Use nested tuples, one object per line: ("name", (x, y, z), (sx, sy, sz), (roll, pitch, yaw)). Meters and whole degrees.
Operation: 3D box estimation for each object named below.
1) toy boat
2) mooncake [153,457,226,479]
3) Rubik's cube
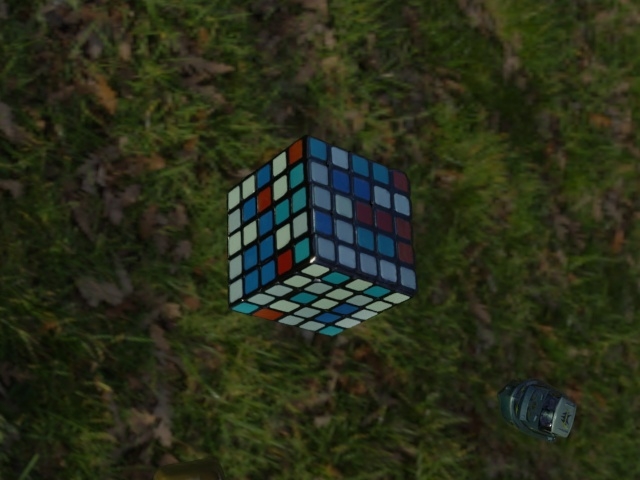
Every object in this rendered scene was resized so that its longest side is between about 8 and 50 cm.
("toy boat", (0.212, 0.166, 1.131), (0.141, 0.060, 0.055), (30, 77, -56))
("mooncake", (-0.179, 0.404, 1.532), (0.117, 0.235, 0.235), (-5, 101, -8))
("Rubik's cube", (0.000, 0.000, 1.470), (0.187, 0.184, 0.182), (19, 56, -36))
